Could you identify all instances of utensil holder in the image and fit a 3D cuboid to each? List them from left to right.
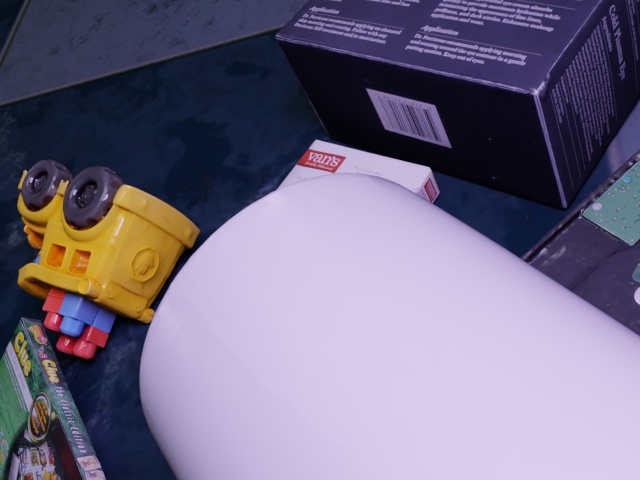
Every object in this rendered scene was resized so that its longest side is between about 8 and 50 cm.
[{"bbox_3d":[0.089,0.167,0.598,0.327,0.328,0.385,-41,43,-9],"label":"utensil holder"}]

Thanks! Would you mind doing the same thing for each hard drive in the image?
[{"bbox_3d":[0.326,0.030,0.764,0.339,0.064,0.237,-42,47,-9],"label":"hard drive"}]

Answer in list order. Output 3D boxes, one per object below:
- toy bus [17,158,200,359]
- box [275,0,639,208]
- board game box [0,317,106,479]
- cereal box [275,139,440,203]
[{"bbox_3d":[-0.285,0.028,1.041,0.220,0.149,0.212,12,76,36],"label":"toy bus"},{"bbox_3d":[0.190,-0.244,0.981,0.343,0.179,0.312,23,67,38],"label":"box"},{"bbox_3d":[-0.300,0.213,0.914,0.136,0.030,0.260,-60,43,20],"label":"board game box"},{"bbox_3d":[0.000,0.000,0.966,0.173,0.047,0.240,18,63,37],"label":"cereal box"}]
